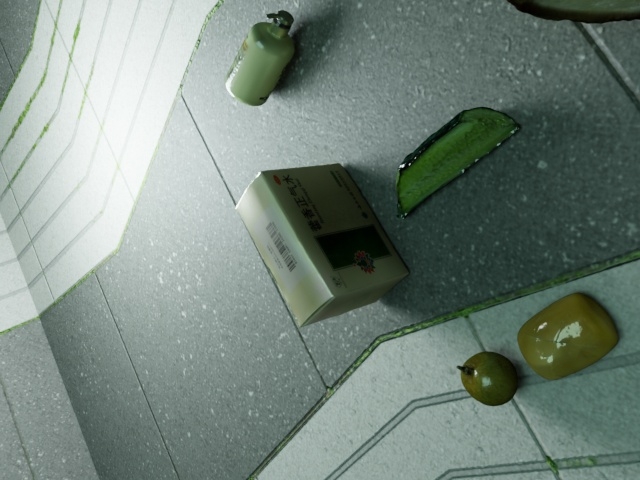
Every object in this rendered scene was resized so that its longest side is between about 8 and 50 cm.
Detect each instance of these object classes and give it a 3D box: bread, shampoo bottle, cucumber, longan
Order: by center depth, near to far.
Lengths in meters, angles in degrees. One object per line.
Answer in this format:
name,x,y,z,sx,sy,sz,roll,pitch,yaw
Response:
bread,0.281,0.116,0.735,0.115,0.056,0.082,-43,69,43
longan,0.211,0.175,0.805,0.075,0.083,0.075,-160,90,-74
cucumber,0.149,-0.106,0.821,0.220,0.070,0.046,-42,40,41
shampoo bottle,-0.089,-0.297,1.009,0.079,0.079,0.162,57,133,20

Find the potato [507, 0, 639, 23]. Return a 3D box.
potato,0.289,-0.364,0.470,0.397,0.290,0.295,-8,81,36

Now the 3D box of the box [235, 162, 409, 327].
box,0.000,0.000,0.919,0.095,0.168,0.212,-48,65,43
